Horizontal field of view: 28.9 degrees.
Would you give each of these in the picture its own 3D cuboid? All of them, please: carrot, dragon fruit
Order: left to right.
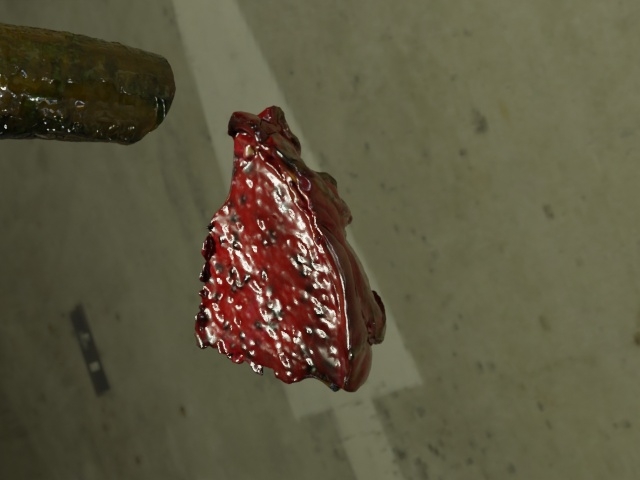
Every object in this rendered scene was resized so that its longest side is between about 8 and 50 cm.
[{"bbox_3d":[-0.191,-0.103,0.838,0.082,0.173,0.082,-30,56,59],"label":"carrot"},{"bbox_3d":[0.007,-0.001,1.574,0.286,0.228,0.329,14,107,42],"label":"dragon fruit"}]
